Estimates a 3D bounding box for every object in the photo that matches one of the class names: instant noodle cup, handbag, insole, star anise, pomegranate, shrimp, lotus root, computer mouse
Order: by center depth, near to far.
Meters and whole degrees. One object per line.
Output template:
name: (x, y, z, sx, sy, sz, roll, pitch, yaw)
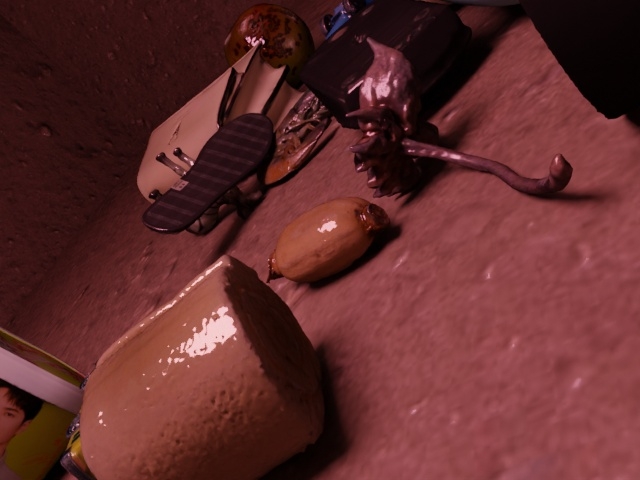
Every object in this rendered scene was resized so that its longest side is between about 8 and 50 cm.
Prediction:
star anise: (0.116, -0.093, 0.515, 0.227, 0.148, 0.218, 10, 19, 35)
lotus root: (0.000, 0.000, 0.597, 0.150, 0.062, 0.073, -28, 27, 37)
instant noodle cup: (-0.463, 0.261, 0.776, 0.308, 0.294, 0.294, -60, 23, -15)
computer mouse: (0.075, -0.213, 0.786, 0.170, 0.100, 0.269, -43, 26, 7)
insole: (-0.157, -0.109, 0.946, 0.110, 0.012, 0.309, 19, 46, 19)
shrimp: (0.002, -0.200, 0.981, 0.296, 0.058, 0.169, -49, 27, 5)
handbag: (-0.206, -0.203, 1.239, 0.358, 0.160, 0.237, -19, 42, 51)
pomegranate: (-0.129, -0.393, 1.378, 0.246, 0.198, 0.198, -48, 21, -6)

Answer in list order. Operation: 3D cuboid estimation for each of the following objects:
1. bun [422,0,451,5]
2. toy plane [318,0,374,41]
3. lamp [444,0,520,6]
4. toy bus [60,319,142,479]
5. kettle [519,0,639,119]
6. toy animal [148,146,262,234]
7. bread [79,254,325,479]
bun: (0.203, -0.456, 0.920, 0.287, 0.146, 0.287, -39, 18, 15)
toy plane: (0.072, -0.402, 1.144, 0.254, 0.105, 0.271, -20, 37, 55)
lamp: (0.155, -0.351, 0.716, 0.209, 0.147, 0.284, -26, 33, -28)
toy bus: (-0.179, 0.159, 0.619, 0.101, 0.088, 0.175, -43, 20, 6)
kettle: (0.277, -0.221, 0.354, 0.308, 0.262, 0.203, -27, 63, 36)
toy animal: (-0.189, -0.067, 1.036, 0.073, 0.176, 0.217, -45, -8, -35)
bread: (-0.078, 0.107, 0.455, 0.141, 0.134, 0.148, -38, 34, 10)
